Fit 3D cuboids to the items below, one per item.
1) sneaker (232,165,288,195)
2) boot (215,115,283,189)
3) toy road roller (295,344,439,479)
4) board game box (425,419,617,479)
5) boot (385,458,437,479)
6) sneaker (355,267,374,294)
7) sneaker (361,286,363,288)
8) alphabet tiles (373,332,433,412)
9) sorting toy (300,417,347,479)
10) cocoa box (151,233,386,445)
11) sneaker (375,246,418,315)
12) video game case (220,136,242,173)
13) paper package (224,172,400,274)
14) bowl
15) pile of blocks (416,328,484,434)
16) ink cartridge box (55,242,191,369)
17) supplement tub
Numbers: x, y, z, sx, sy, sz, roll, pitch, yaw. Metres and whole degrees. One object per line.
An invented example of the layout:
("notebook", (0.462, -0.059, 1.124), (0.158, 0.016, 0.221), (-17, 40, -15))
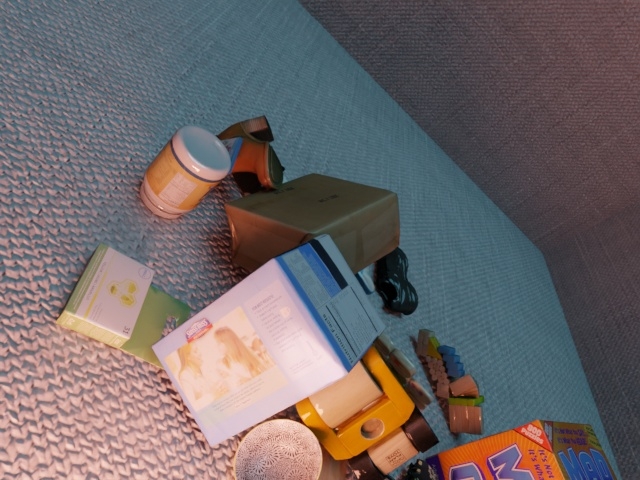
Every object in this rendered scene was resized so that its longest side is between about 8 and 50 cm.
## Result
("sneaker", (-0.159, -0.174, 1.421), (0.146, 0.122, 0.331), (-13, 79, -56))
("boot", (-0.224, -0.208, 1.261), (0.109, 0.220, 0.284), (62, 9, -55))
("toy road roller", (0.092, 0.366, 1.089), (0.330, 0.202, 0.241), (55, 1, -22))
("board game box", (0.565, 0.713, 1.254), (0.356, 0.356, 0.357), (21, 44, -39))
("boot", (0.208, 0.603, 1.164), (0.236, 0.085, 0.179), (53, 30, -12))
("sneaker", (0.119, 0.066, 1.538), (0.092, 0.087, 0.229), (-24, 77, -25))
("sneaker", (-0.010, 0.124, 1.227), (0.137, 0.210, 0.366), (14, 49, -45))
("alphabet tiles", (0.165, 0.322, 1.220), (0.021, 0.284, 0.278), (-35, 67, -20))
("sorting toy", (-0.011, 0.513, 1.006), (0.132, 0.046, 0.275), (39, 34, -21))
("cocoa box", (-0.096, 0.185, 0.914), (0.232, 0.347, 0.228), (57, 25, 4))
("sneaker", (0.243, 0.119, 1.658), (0.130, 0.109, 0.287), (11, 49, -39))
("video game case", (-0.288, -0.209, 1.227), (0.015, 0.166, 0.119), (58, 35, -47))
("paper package", (-0.019, -0.031, 1.180), (0.324, 0.309, 0.168), (-28, 125, -41))
("bowl", (-0.078, 0.446, 0.928), (0.170, 0.169, 0.080), (-79, 168, -50))
("pile of blocks", (0.443, 0.445, 1.551), (0.112, 0.149, 0.363), (7, 53, -48))
("ink cartridge box", (-0.359, 0.132, 0.928), (0.235, 0.056, 0.171), (33, 37, -26))
("supplement tub", (-0.319, -0.155, 1.114), (0.144, 0.199, 0.145), (32, 39, -29))
